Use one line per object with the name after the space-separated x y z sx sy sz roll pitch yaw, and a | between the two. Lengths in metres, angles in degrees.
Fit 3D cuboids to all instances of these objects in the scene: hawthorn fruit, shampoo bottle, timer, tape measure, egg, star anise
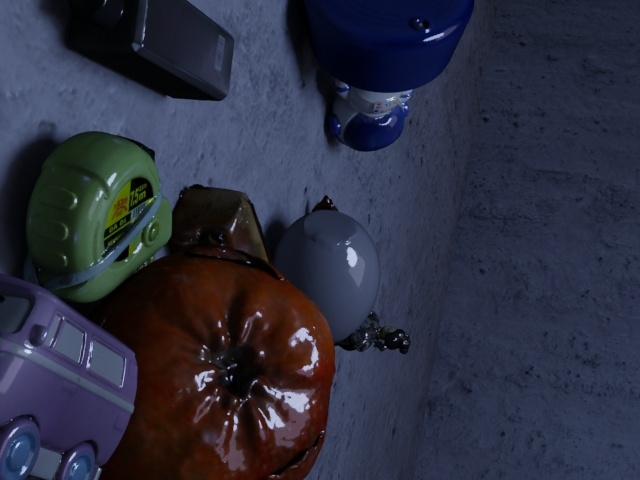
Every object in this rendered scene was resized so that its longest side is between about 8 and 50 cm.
-0.124 0.166 0.897 0.307 0.276 0.276 115 -7 -61 | hawthorn fruit
-0.170 -0.206 0.868 0.246 0.079 0.080 15 81 -73 | shampoo bottle
0.099 -0.298 1.482 0.384 0.270 0.270 95 11 -56 | timer
-0.208 -0.025 0.797 0.177 0.087 0.154 -56 160 -54 | tape measure
0.007 0.065 1.374 0.176 0.176 0.232 -58 155 -54 | egg
0.000 0.000 1.535 0.168 0.057 0.168 15 90 -78 | star anise

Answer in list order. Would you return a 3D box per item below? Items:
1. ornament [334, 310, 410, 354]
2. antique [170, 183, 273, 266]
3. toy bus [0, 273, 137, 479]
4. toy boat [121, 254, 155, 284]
0.067 0.160 1.575 0.153 0.196 0.166 79 23 -47 | ornament
-0.114 0.063 1.138 0.310 0.087 0.093 77 27 -49 | antique
-0.244 0.109 0.654 0.202 0.141 0.142 61 44 -63 | toy bus
-0.202 0.041 0.963 0.063 0.016 0.115 -29 124 -70 | toy boat
